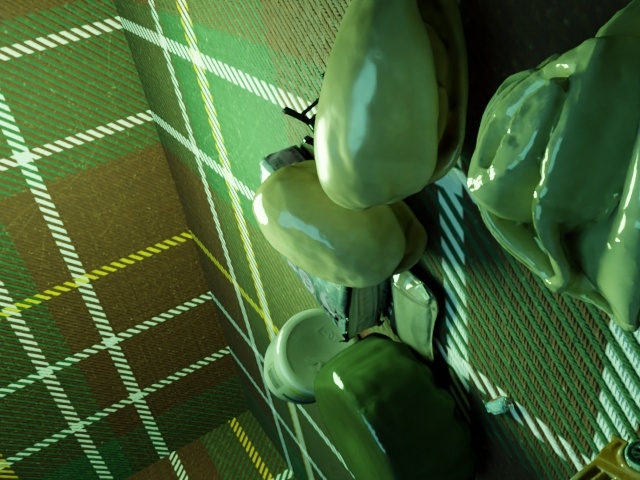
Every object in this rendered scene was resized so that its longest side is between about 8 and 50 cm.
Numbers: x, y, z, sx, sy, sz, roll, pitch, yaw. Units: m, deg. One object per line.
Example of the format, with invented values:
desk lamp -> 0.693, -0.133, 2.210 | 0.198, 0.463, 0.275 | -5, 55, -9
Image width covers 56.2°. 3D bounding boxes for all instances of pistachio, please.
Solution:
pistachio -> 0.084, -0.174, 0.745 | 0.214, 0.194, 0.317 | 35, 134, 34
pistachio -> 0.019, -0.028, 1.000 | 0.299, 0.187, 0.187 | 28, 143, 25

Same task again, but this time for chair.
chair -> 0.034, -0.192, 1.026 | 0.084, 0.101, 0.212 | 57, -165, 21

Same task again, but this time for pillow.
pillow -> 0.170, 0.138, 1.101 | 0.131, 0.038, 0.232 | 42, 152, 40

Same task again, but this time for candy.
candy -> 0.290, 0.269, 0.985 | 0.030, 0.020, 0.083 | 59, 158, 12

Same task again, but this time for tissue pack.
tissue pack -> 0.000, 0.000, 1.248 | 0.361, 0.122, 0.259 | 50, 153, 38

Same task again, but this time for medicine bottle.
medicine bottle -> -0.037, 0.314, 1.546 | 0.208, 0.208, 0.339 | 60, 159, 12

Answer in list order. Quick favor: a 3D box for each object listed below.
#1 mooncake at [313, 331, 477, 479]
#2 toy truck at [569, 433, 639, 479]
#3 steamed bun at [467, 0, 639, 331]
mooncake -> 0.144, 0.364, 1.187 | 0.356, 0.194, 0.356 | 50, 155, 33
toy truck -> 0.399, 0.342, 0.612 | 0.305, 0.162, 0.136 | 20, 131, 61
steamed bun -> 0.250, -0.049, 0.474 | 0.289, 0.203, 0.275 | 31, 141, 54
